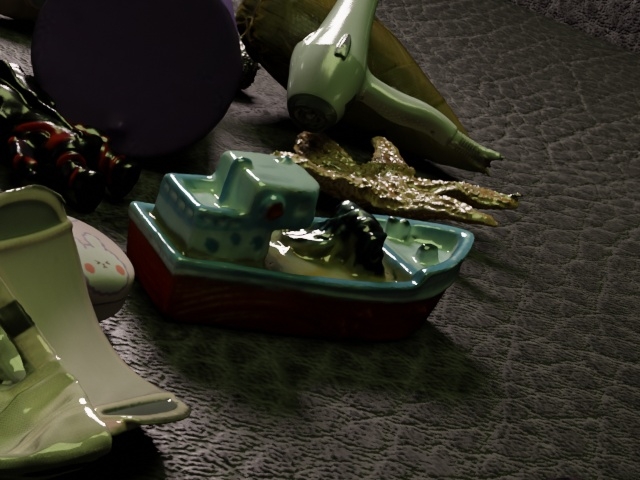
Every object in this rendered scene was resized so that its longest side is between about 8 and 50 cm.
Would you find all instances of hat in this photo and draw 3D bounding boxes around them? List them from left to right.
[{"bbox_3d":[-0.208,0.070,0.919,0.219,0.164,0.226,56,-4,13],"label":"hat"}]

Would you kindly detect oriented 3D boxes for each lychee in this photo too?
[{"bbox_3d":[-0.114,-0.227,1.838,0.083,0.068,0.067,-3,-11,-42],"label":"lychee"}]

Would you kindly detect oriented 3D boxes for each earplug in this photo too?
[{"bbox_3d":[-0.191,-0.252,1.632,0.215,0.215,0.456,18,17,-7],"label":"earplug"}]

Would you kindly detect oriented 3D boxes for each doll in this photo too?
[{"bbox_3d":[-0.293,-0.114,1.358,0.248,0.088,0.127,35,2,12],"label":"doll"}]

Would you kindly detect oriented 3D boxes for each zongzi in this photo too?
[{"bbox_3d":[0.057,-0.197,1.762,0.300,0.145,0.274,42,12,33],"label":"zongzi"}]

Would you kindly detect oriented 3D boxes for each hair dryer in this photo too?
[{"bbox_3d":[0.089,-0.208,1.679,0.267,0.092,0.229,12,59,-19],"label":"hair dryer"}]

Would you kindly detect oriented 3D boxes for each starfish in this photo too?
[{"bbox_3d":[0.080,-0.063,1.596,0.302,0.060,0.299,21,15,24],"label":"starfish"}]

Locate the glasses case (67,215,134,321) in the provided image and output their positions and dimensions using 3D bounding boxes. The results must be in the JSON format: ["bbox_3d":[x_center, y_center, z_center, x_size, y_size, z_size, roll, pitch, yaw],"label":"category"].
[{"bbox_3d":[-0.262,0.027,1.017,0.113,0.075,0.297,36,24,30],"label":"glasses case"}]

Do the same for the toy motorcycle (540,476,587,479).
[{"bbox_3d":[0.295,0.245,0.893,0.416,0.172,0.232,13,26,-44],"label":"toy motorcycle"}]

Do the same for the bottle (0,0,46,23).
[{"bbox_3d":[-0.327,-0.319,1.817,0.110,0.097,0.209,21,17,38],"label":"bottle"}]

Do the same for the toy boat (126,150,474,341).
[{"bbox_3d":[0.000,0.000,1.253,0.331,0.133,0.145,7,23,-33],"label":"toy boat"}]
